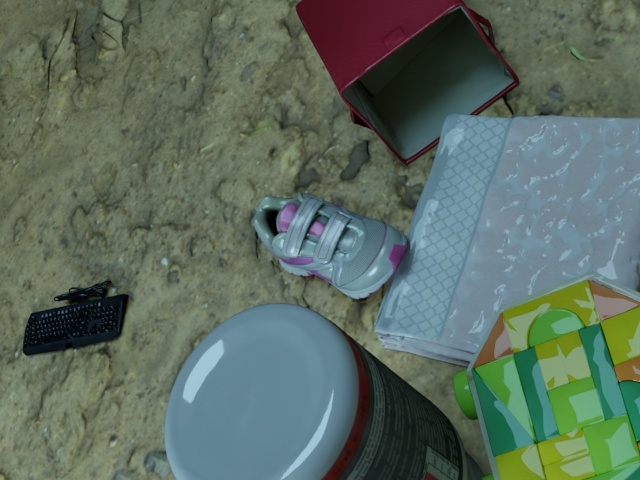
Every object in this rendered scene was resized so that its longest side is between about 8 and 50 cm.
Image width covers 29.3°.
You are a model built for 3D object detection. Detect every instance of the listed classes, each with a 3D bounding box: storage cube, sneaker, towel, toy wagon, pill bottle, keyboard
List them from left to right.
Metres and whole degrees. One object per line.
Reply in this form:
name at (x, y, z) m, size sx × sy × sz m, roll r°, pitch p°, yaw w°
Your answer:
keyboard at (-0.373, 0.110, 1.821) m, size 0.192 × 0.038 × 0.100 m, roll -12°, pitch 57°, yaw 28°
sneaker at (0.000, 0.000, 1.554) m, size 0.252 × 0.111 × 0.103 m, roll 7°, pitch 68°, yaw 48°
pill bottle at (0.025, 0.226, 1.248) m, size 0.210 × 0.363 × 0.210 m, roll -17°, pitch 54°, yaw 26°
storage cube at (0.109, -0.257, 1.603) m, size 0.215 × 0.183 × 0.193 m, roll -35°, pitch 48°, yaw 13°
towel at (0.240, -0.004, 1.449) m, size 0.316 × 0.053 × 0.332 m, roll 8°, pitch 69°, yaw 38°
toy wagon at (0.283, 0.207, 1.237) m, size 0.267 × 0.068 × 0.345 m, roll -23°, pitch 62°, yaw 23°
